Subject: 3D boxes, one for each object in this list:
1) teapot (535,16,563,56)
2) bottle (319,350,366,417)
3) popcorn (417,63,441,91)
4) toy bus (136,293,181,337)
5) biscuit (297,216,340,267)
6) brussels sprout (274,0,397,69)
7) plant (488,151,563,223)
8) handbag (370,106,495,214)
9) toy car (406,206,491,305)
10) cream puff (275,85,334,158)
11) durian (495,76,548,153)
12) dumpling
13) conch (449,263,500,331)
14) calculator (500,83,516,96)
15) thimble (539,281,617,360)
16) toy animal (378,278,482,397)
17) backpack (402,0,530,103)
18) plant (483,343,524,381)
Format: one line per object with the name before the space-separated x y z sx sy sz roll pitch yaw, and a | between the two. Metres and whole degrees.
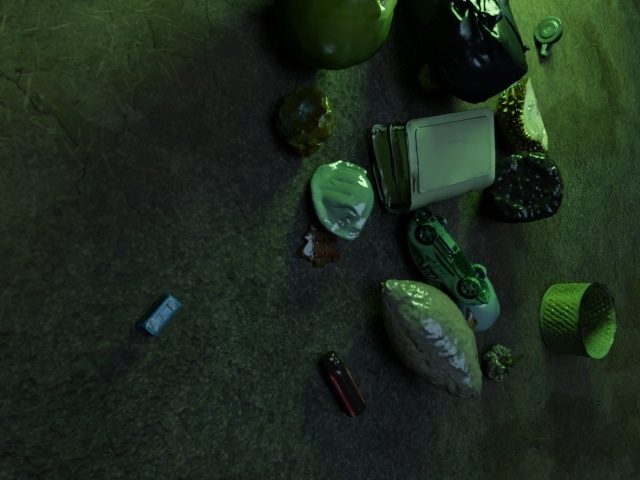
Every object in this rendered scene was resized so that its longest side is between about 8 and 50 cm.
teapot | 0.844 -0.755 1.778 0.090 0.124 0.092 -3 47 -50
bottle | 0.051 0.339 1.140 0.060 0.060 0.164 -36 106 -31
popcorn | 0.321 -0.473 1.392 0.082 0.057 0.083 33 66 -30
toy bus | -0.307 0.143 0.911 0.038 0.046 0.083 49 61 -22
biscuit | 0.000 0.000 1.154 0.119 0.019 0.130 5 83 -35
brussels sprout | 0.045 -0.535 1.058 0.268 0.344 0.344 30 70 -15
plant | 0.637 -0.166 1.510 0.312 0.213 0.216 -27 108 -72
handbag | 0.316 -0.222 1.311 0.358 0.160 0.237 -17 102 -34
toy car | 0.332 0.055 1.294 0.306 0.125 0.136 54 30 3
cream puff | -0.030 -0.268 1.101 0.116 0.146 0.146 46 54 -68
durian | 0.661 -0.384 1.574 0.183 0.137 0.250 -8 78 -67
dumpling | 0.054 -0.096 1.160 0.108 0.152 0.219 79 17 -56
conch | 0.451 0.159 1.414 0.221 0.120 0.185 65 27 -8
calculator | 0.655 -0.537 1.653 0.057 0.018 0.172 33 69 -30
thimble | 0.910 0.281 1.692 0.270 0.150 0.271 3 84 -34
toy animal | 0.276 0.230 1.228 0.358 0.188 0.226 52 30 -7
backpack | 0.386 -0.611 1.310 0.363 0.254 0.446 -8 68 -54
plant | 0.569 0.375 1.469 0.104 0.121 0.117 7 75 -46
